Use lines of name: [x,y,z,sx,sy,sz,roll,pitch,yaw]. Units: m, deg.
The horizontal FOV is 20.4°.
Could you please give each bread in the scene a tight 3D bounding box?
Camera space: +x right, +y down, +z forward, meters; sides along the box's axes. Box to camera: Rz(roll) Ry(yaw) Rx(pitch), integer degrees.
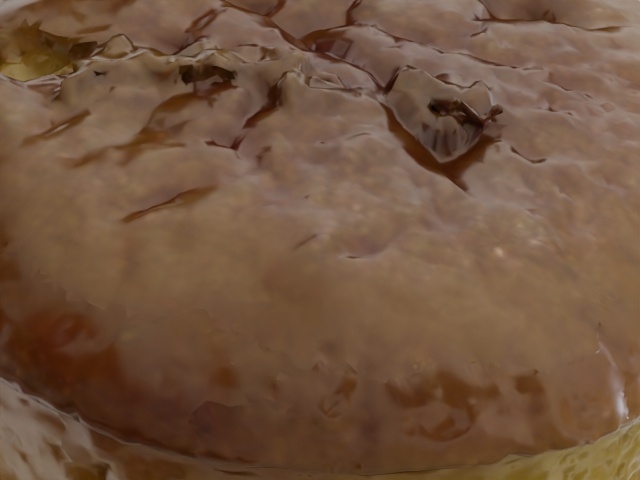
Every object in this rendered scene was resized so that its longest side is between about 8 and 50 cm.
bread: [-0.004,0.002,0.591,0.312,0.312,0.172,-5,-56,-17]
